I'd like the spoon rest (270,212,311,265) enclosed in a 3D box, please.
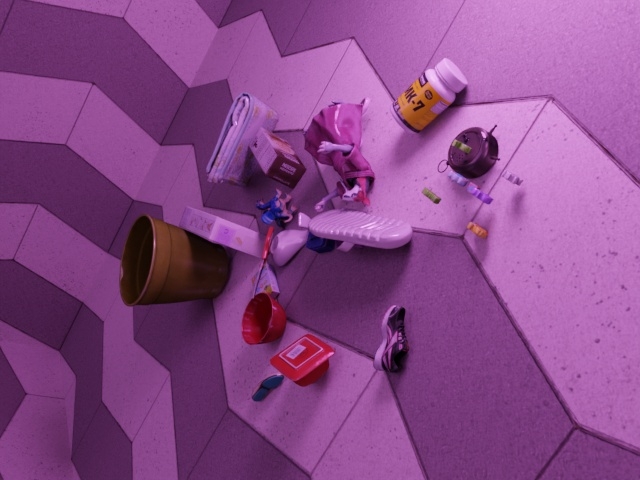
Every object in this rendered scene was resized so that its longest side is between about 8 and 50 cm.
[{"bbox_3d":[-0.101,-0.002,1.985,0.276,0.084,0.137,-42,40,51],"label":"spoon rest"}]

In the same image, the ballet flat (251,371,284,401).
[{"bbox_3d":[-0.179,0.469,1.846,0.168,0.057,0.052,-45,32,28],"label":"ballet flat"}]

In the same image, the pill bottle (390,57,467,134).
[{"bbox_3d":[0.312,-0.415,1.612,0.208,0.119,0.119,-41,44,32],"label":"pill bottle"}]

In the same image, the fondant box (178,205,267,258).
[{"bbox_3d":[-0.389,-0.036,2.221,0.330,0.238,0.096,16,84,55],"label":"fondant box"}]

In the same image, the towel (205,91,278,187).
[{"bbox_3d":[-0.319,-0.396,2.283,0.090,0.320,0.374,28,97,11],"label":"towel"}]

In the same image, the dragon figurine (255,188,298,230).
[{"bbox_3d":[-0.163,-0.095,2.088,0.144,0.085,0.289,-55,35,20],"label":"dragon figurine"}]

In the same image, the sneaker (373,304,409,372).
[{"bbox_3d":[0.202,0.261,1.461,0.077,0.072,0.178,10,88,42],"label":"sneaker"}]

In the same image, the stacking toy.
[{"bbox_3d":[0.368,-0.132,1.388,0.221,0.052,0.167,43,113,33],"label":"stacking toy"}]

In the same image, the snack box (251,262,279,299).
[{"bbox_3d":[-0.203,0.167,2.046,0.100,0.037,0.141,-46,41,27],"label":"snack box"}]

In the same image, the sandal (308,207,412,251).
[{"bbox_3d":[0.103,-0.012,1.680,0.416,0.169,0.102,16,126,54],"label":"sandal"}]

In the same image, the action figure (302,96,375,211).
[{"bbox_3d":[0.090,-0.256,1.818,0.370,0.276,0.248,62,155,26],"label":"action figure"}]

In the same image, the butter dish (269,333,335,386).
[{"bbox_3d":[-0.042,0.378,1.671,0.160,0.118,0.160,-33,30,-24],"label":"butter dish"}]

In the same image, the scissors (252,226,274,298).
[{"bbox_3d":[-0.206,0.070,1.990,0.297,0.021,0.109,-75,-2,-50],"label":"scissors"}]

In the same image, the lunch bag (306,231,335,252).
[{"bbox_3d":[0.000,0.000,1.846,0.098,0.065,0.067,-15,61,49],"label":"lunch bag"}]

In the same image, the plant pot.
[{"bbox_3d":[-0.583,0.104,2.285,0.366,0.353,0.366,-20,65,50],"label":"plant pot"}]

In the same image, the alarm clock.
[{"bbox_3d":[0.382,-0.226,1.475,0.192,0.064,0.129,-26,53,47],"label":"alarm clock"}]

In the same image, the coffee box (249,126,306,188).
[{"bbox_3d":[-0.169,-0.323,2.171,0.098,0.141,0.246,-53,39,19],"label":"coffee box"}]

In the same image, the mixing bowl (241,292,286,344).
[{"bbox_3d":[-0.179,0.276,1.907,0.181,0.098,0.181,-27,53,43],"label":"mixing bowl"}]
